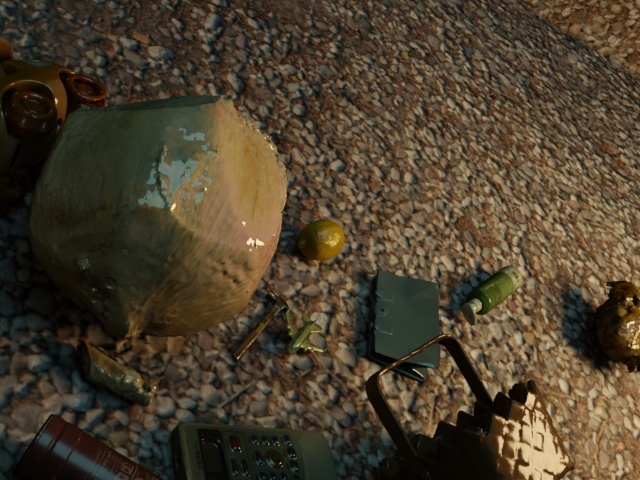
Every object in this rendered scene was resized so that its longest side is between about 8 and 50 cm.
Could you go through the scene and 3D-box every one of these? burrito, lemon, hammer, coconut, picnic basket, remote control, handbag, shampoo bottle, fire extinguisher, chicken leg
[{"bbox_3d":[-0.325,0.212,1.526,0.149,0.041,0.055,32,28,-4],"label":"burrito"},{"bbox_3d":[0.000,0.000,1.928,0.111,0.082,0.082,-14,63,-45],"label":"lemon"},{"bbox_3d":[-0.108,0.161,1.754,0.062,0.017,0.182,39,42,0],"label":"hammer"},{"bbox_3d":[-0.262,-0.018,1.523,0.405,0.404,0.404,20,44,-21],"label":"coconut"},{"bbox_3d":[0.231,0.329,1.645,0.254,0.291,0.321,-21,77,-46],"label":"picnic basket"},{"bbox_3d":[-0.100,0.356,1.567,0.286,0.038,0.123,11,48,-30],"label":"remote control"},{"bbox_3d":[0.163,0.164,1.930,0.144,0.057,0.221,19,46,-13],"label":"handbag"},{"bbox_3d":[0.369,0.119,2.114,0.065,0.065,0.204,50,42,11],"label":"shampoo bottle"},{"bbox_3d":[-0.270,0.389,1.372,0.344,0.102,0.138,34,62,-8],"label":"fire extinguisher"},{"bbox_3d":[0.738,0.187,2.281,0.361,0.140,0.211,-14,84,-54],"label":"chicken leg"}]

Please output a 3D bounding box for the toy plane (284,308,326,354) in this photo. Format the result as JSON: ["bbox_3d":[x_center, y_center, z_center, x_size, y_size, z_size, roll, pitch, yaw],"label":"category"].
[{"bbox_3d":[-0.036,0.177,1.772,0.102,0.040,0.111,43,43,-1],"label":"toy plane"}]

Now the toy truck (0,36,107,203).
[{"bbox_3d":[-0.515,-0.203,1.622,0.212,0.204,0.288,38,32,7],"label":"toy truck"}]
